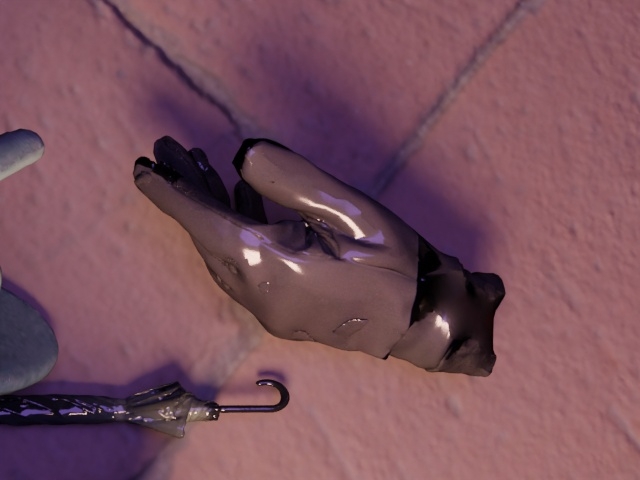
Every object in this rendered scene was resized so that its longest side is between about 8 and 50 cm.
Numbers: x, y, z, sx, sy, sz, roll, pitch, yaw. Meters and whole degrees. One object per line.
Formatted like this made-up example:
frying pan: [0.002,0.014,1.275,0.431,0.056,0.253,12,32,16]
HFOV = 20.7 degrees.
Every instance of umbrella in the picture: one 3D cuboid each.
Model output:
umbrella: [-0.150,0.116,1.173,0.269,0.044,0.044,-3,49,-14]

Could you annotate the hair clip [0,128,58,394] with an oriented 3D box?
hair clip: [-0.325,-0.031,0.996,0.318,0.238,0.392,48,40,12]

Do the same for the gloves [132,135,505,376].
gloves: [0.003,0.009,1.194,0.285,0.142,0.119,28,43,-5]
